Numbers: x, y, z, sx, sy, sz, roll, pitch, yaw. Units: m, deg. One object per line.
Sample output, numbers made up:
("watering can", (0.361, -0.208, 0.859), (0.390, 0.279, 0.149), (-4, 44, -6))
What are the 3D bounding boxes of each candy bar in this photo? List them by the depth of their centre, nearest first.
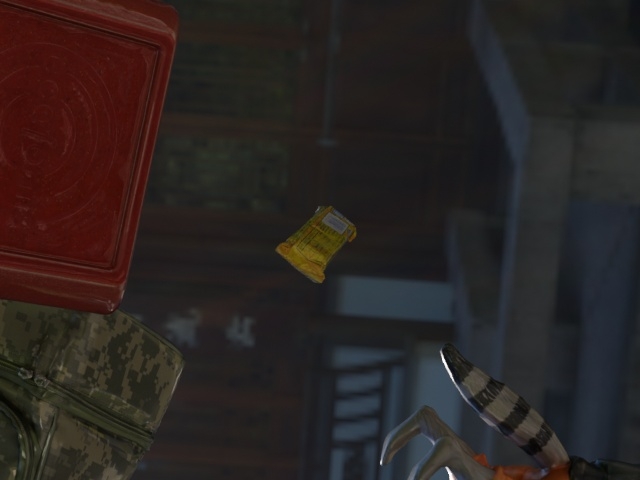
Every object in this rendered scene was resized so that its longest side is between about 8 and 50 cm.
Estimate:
("candy bar", (0.000, 0.000, 1.304), (0.018, 0.040, 0.161), (-54, -2, 15))

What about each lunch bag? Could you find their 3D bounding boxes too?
("lunch bag", (-0.310, 0.153, 1.625), (0.256, 0.305, 0.212), (-66, -26, -8))

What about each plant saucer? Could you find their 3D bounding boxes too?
("plant saucer", (-0.222, -0.080, 1.334), (0.047, 0.259, 0.258), (12, 91, 48))

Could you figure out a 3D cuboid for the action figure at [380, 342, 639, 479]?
("action figure", (0.228, 0.218, 1.411), (0.341, 0.330, 0.178), (133, 158, -78))
